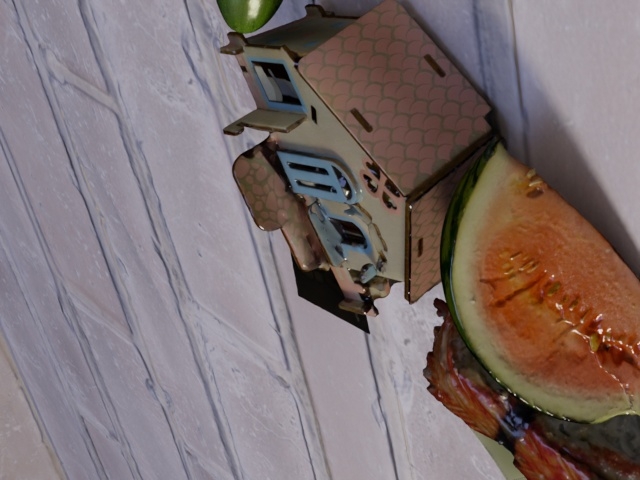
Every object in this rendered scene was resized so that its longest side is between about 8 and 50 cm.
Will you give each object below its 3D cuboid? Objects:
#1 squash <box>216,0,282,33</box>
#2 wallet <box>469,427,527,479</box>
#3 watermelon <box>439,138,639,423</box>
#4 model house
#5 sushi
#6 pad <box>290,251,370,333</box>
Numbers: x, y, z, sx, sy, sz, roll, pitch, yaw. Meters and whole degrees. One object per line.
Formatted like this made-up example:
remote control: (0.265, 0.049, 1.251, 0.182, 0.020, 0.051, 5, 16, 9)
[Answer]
squash: (-0.060, -0.329, 1.334, 0.082, 0.082, 0.293, 30, 130, 43)
wallet: (0.226, 0.210, 1.613, 0.110, 0.039, 0.155, 57, 156, 1)
watermelon: (0.183, 0.069, 1.310, 0.303, 0.128, 0.159, 48, 144, -16)
model house: (0.054, -0.064, 1.411, 0.244, 0.169, 0.326, 11, 131, 54)
sushi: (0.223, 0.163, 1.466, 0.332, 0.130, 0.124, 40, 148, 17)
pad: (0.000, 0.000, 1.584, 0.127, 0.004, 0.190, 30, -141, -47)
